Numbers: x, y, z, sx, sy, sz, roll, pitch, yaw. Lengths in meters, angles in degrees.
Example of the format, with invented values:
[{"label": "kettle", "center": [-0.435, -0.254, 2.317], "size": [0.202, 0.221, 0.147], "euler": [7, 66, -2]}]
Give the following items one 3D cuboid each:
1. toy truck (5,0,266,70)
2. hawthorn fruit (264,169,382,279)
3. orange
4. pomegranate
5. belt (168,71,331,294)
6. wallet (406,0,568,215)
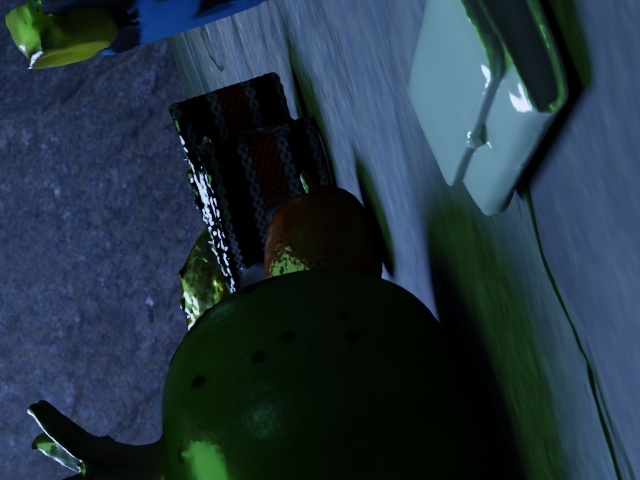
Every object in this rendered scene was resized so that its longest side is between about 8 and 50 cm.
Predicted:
[{"label": "toy truck", "center": [-0.089, -0.189, 0.674], "size": [0.385, 0.162, 0.161], "euler": [137, 115, -83]}, {"label": "hawthorn fruit", "center": [0.001, 0.006, 0.910], "size": [0.077, 0.077, 0.077], "euler": [162, 90, -85]}, {"label": "orange", "center": [-0.048, 0.050, 1.272], "size": [0.170, 0.112, 0.160], "euler": [-81, -14, -55]}, {"label": "pomegranate", "center": [-0.030, 0.107, 0.741], "size": [0.181, 0.224, 0.181], "euler": [-14, -90, -88]}, {"label": "belt", "center": [-0.020, 0.051, 1.134], "size": [0.126, 0.094, 0.359], "euler": [-119, 12, -59]}, {"label": "wallet", "center": [0.049, -0.048, 0.473], "size": [0.122, 0.025, 0.061], "euler": [96, 148, -76]}]
